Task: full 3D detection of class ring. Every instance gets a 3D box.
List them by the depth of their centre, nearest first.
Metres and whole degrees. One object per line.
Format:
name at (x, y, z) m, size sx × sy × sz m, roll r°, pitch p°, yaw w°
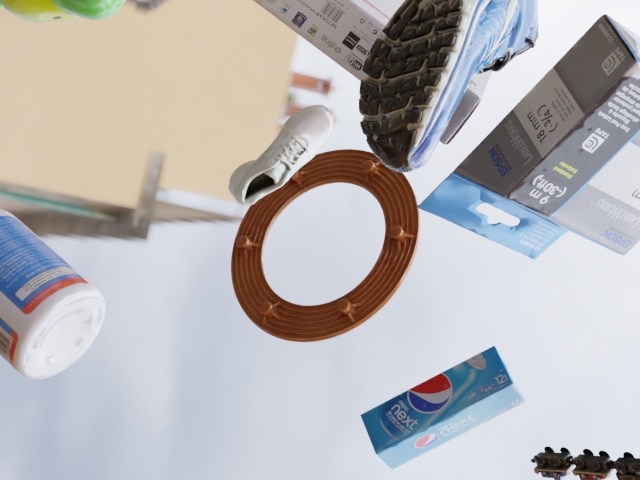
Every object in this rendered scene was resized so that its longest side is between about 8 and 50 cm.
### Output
ring at (0.000, 0.000, 2.250) m, size 0.336 × 0.032 × 0.337 m, roll -15°, pitch -123°, yaw 24°

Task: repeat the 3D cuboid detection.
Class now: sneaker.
sneaker at (0.158, -0.207, 1.466) m, size 0.129 × 0.147 × 0.330 m, roll 8°, pitch -114°, yaw 52°
sneaker at (-0.040, -0.092, 1.639) m, size 0.152 × 0.053 × 0.061 m, roll -44°, pitch -161°, yaw 7°

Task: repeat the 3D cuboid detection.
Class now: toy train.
toy train at (0.290, 0.242, 1.521) m, size 0.158 × 0.027 × 0.036 m, roll -4°, pitch -63°, yaw 48°

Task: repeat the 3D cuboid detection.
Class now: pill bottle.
pill bottle at (-0.351, 0.042, 1.571) m, size 0.221 × 0.124 × 0.124 m, roll 39°, pitch -58°, yaw 24°

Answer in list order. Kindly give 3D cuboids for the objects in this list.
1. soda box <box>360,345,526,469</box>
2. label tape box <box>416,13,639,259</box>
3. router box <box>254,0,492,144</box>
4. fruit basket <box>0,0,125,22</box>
soda box at (0.167, 0.228, 1.943) m, size 0.210 × 0.071 × 0.067 m, roll -29°, pitch -125°, yaw 8°
label tape box at (0.321, -0.085, 1.747) m, size 0.334 × 0.240 × 0.106 m, roll -47°, pitch -138°, yaw 24°
router box at (0.085, -0.295, 2.012) m, size 0.082 × 0.335 × 0.301 m, roll -53°, pitch -179°, yaw 20°
fruit basket at (-0.385, -0.374, 1.831) m, size 0.283 × 0.392 × 0.392 m, roll -48°, pitch -144°, yaw 40°
